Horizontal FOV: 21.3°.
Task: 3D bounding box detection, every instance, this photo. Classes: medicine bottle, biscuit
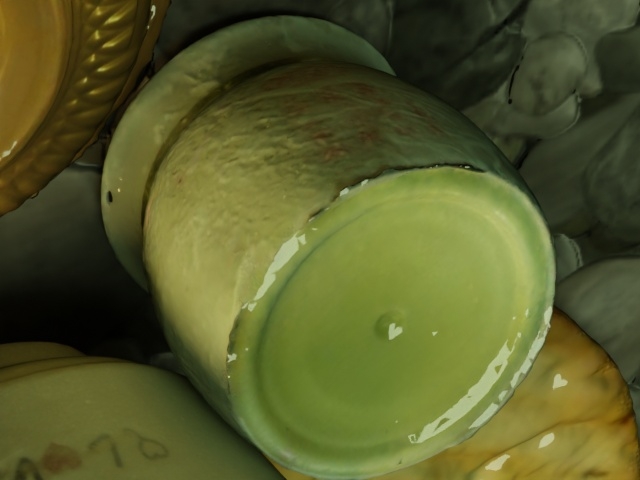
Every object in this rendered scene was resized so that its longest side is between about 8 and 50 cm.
[{"bbox_3d":[0.000,0.000,0.667,0.147,0.143,0.147,-14,123,-22],"label":"medicine bottle"},{"bbox_3d":[0.065,0.113,0.854,0.260,0.041,0.203,21,107,-38],"label":"biscuit"}]

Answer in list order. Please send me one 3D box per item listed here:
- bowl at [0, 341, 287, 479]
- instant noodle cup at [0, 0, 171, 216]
[{"bbox_3d":[-0.121,0.125,0.675,0.238,0.126,0.238,-22,152,-13],"label":"bowl"},{"bbox_3d":[-0.156,-0.080,0.565,0.274,0.091,0.274,-15,128,-20],"label":"instant noodle cup"}]
